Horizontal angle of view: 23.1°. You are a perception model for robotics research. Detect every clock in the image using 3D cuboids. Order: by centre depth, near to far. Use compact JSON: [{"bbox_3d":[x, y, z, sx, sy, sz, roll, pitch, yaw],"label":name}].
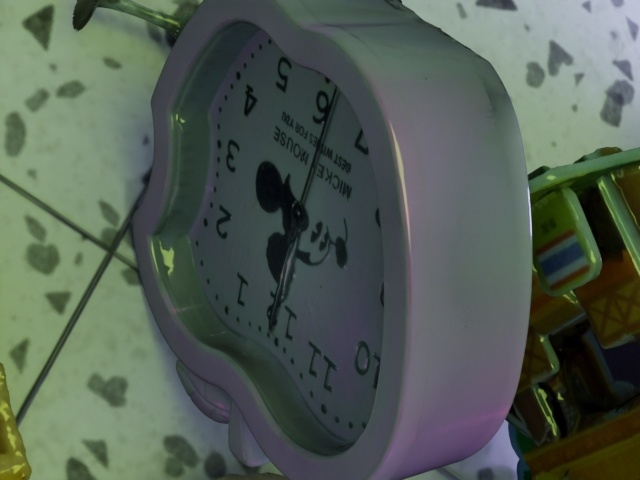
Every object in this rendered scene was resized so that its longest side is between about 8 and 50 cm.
[{"bbox_3d":[0.000,0.000,1.029,0.102,0.338,0.338,-8,83,-34],"label":"clock"}]

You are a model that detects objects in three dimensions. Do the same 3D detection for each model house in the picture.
[{"bbox_3d":[0.191,0.125,1.102,0.242,0.357,0.313,-13,76,-34],"label":"model house"}]

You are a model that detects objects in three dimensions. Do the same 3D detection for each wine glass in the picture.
[{"bbox_3d":[-0.084,-0.152,1.178,0.198,0.066,0.066,19,70,-25],"label":"wine glass"}]

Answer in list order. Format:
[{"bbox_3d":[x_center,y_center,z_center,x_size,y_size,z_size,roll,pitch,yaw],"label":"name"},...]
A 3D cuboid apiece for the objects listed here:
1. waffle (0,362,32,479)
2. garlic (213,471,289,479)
[{"bbox_3d":[-0.317,0.073,0.994,0.221,0.055,0.248,-11,85,-32],"label":"waffle"},{"bbox_3d":[-0.055,0.263,1.076,0.228,0.110,0.217,22,72,-25],"label":"garlic"}]
